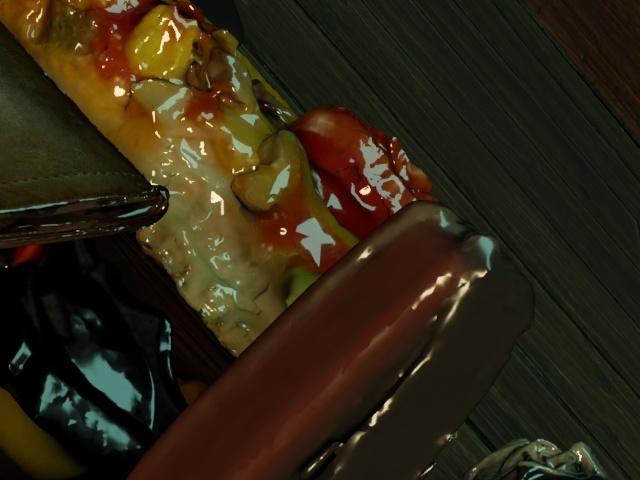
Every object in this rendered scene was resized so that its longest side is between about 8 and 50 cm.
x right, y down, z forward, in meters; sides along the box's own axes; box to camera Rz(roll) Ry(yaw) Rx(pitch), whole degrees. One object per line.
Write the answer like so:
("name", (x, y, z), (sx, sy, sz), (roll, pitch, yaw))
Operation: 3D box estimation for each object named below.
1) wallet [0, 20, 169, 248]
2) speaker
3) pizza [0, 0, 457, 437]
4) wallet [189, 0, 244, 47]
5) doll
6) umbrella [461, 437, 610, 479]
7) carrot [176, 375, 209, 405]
("wallet", (-0.188, -0.086, 0.702), (0.137, 0.031, 0.255), (-4, 42, -45))
("speaker", (-0.010, 0.143, 0.461), (0.329, 0.259, 0.198), (31, 46, -48))
("pizza", (0.000, 0.000, 0.838), (0.440, 0.130, 0.406), (42, 9, -37))
("wallet", (-0.142, -0.216, 1.102), (0.250, 0.044, 0.149), (25, 37, -52))
("doll", (-0.113, 0.041, 0.685), (0.127, 0.088, 0.249), (-4, 46, -41))
("umbrella", (0.119, 0.217, 0.847), (0.358, 0.113, 0.106), (-72, 145, -66))
("carrot", (-0.013, 0.151, 0.757), (0.210, 0.061, 0.061), (53, 19, 13))
